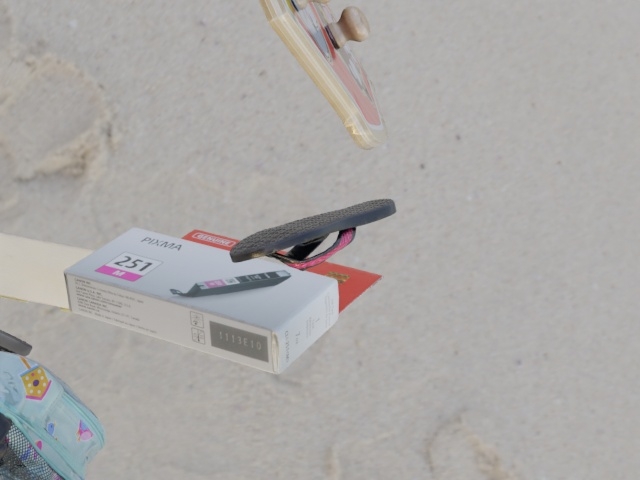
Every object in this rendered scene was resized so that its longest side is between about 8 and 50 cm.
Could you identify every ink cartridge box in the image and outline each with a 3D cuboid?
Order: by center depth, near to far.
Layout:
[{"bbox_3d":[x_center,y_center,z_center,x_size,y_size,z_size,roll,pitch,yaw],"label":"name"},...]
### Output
[{"bbox_3d":[-0.100,0.038,1.351,0.239,0.275,0.060,-39,135,-50],"label":"ink cartridge box"}]

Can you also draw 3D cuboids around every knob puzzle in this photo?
[{"bbox_3d":[-0.002,-0.128,0.616,0.030,0.213,0.213,-28,90,10],"label":"knob puzzle"}]

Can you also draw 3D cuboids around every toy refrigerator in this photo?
[{"bbox_3d":[-0.409,0.041,1.682,0.269,0.102,0.094,10,88,7],"label":"toy refrigerator"}]

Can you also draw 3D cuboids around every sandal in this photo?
[{"bbox_3d":[0.000,0.000,1.097,0.179,0.067,0.040,-17,103,-37],"label":"sandal"}]

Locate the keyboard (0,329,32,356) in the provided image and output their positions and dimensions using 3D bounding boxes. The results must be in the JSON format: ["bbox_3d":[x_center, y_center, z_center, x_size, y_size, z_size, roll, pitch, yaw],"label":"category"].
[{"bbox_3d":[-0.455,0.093,1.245,0.317,0.201,0.033,47,38,-64],"label":"keyboard"}]

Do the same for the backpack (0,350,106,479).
[{"bbox_3d":[-0.207,0.147,0.710,0.144,0.166,0.188,-62,144,-37],"label":"backpack"}]
